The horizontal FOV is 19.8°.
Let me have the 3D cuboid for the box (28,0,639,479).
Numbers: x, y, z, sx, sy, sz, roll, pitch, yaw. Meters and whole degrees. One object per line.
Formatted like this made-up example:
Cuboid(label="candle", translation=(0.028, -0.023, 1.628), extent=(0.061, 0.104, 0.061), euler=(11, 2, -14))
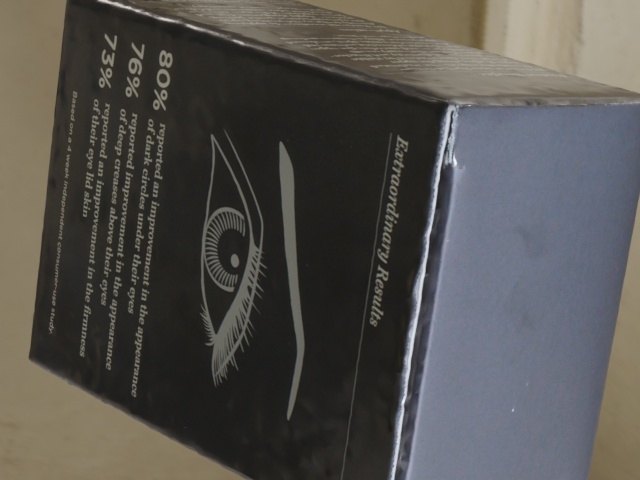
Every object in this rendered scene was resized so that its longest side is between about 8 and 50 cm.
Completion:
Cuboid(label="box", translation=(0.000, 0.000, 0.667), extent=(0.207, 0.108, 0.153), euler=(23, -70, 42))
